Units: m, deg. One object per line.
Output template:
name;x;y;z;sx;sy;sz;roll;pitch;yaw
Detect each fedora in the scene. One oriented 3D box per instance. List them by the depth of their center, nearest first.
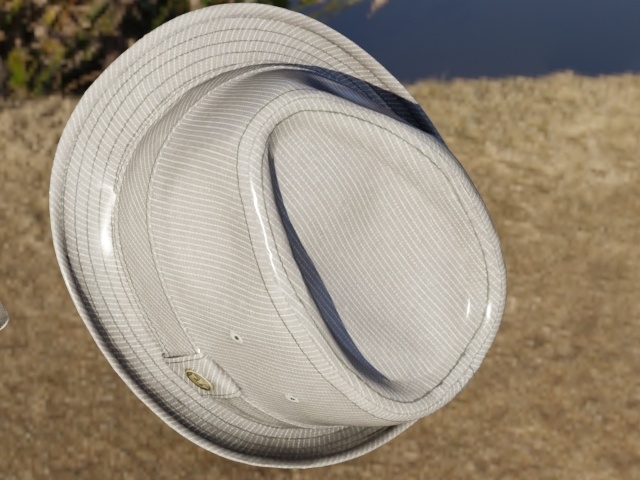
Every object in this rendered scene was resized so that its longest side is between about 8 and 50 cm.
fedora;0.000;0.000;0.692;0.244;0.275;0.124;-39;18;-22

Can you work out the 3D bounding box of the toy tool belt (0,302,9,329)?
toy tool belt;-0.205;0.032;0.653;0.083;0.051;0.052;-19;-12;2
